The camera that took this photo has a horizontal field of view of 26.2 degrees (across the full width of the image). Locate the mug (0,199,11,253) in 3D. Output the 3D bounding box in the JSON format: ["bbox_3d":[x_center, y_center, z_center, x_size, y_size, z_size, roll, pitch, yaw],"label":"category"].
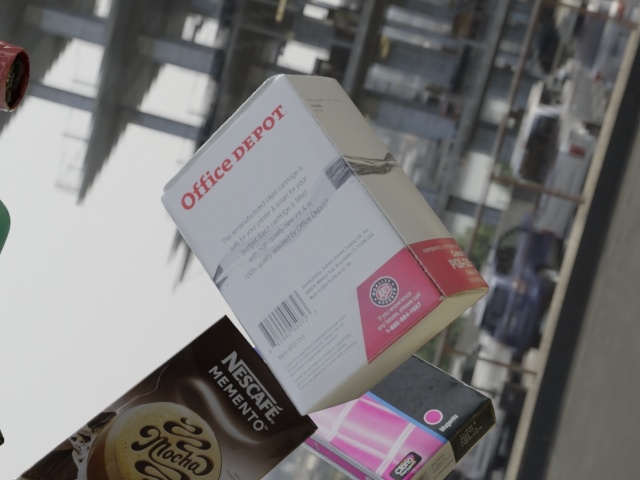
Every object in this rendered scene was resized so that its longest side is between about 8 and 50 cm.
[{"bbox_3d":[-0.402,-0.021,1.506,0.158,0.129,0.097,5,71,59],"label":"mug"}]

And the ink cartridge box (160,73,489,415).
[{"bbox_3d":[0.000,0.000,1.391,0.207,0.283,0.117,-43,-18,26],"label":"ink cartridge box"}]

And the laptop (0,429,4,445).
[{"bbox_3d":[-0.644,0.148,1.626,0.236,0.382,0.408,-53,43,11],"label":"laptop"}]

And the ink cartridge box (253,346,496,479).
[{"bbox_3d":[0.034,0.200,1.814,0.176,0.371,0.069,-42,-44,-24],"label":"ink cartridge box"}]

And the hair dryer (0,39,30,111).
[{"bbox_3d":[-0.268,-0.184,0.774,0.224,0.293,0.080,-36,-3,10],"label":"hair dryer"}]

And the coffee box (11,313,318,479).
[{"bbox_3d":[-0.173,0.240,1.482,0.297,0.168,0.119,-39,-3,-25],"label":"coffee box"}]
